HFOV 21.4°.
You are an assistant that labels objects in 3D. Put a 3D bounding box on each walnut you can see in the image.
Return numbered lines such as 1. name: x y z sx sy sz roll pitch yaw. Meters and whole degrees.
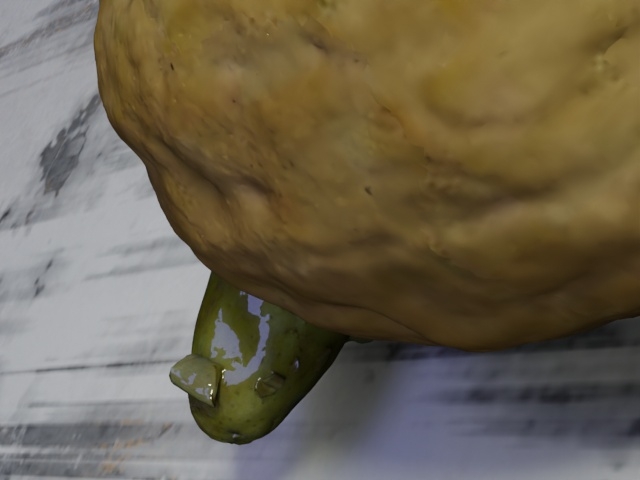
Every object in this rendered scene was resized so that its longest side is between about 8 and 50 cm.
1. walnut: 0.080 -0.107 0.643 0.344 0.306 0.306 -3 58 50

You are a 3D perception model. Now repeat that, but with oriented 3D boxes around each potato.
1. potato: 0.000 0.000 0.843 0.225 0.090 0.117 -60 -10 -17
